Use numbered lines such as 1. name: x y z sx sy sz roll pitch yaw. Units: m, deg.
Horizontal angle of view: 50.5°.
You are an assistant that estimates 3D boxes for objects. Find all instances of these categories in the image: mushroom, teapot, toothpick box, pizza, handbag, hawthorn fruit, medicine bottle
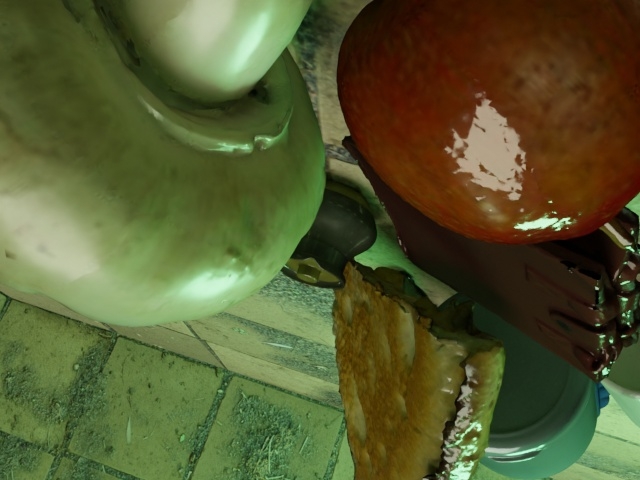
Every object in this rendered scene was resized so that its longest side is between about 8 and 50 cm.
1. mushroom: -0.134 -0.124 0.444 0.314 0.315 0.356 11 129 23
2. teapot: 0.000 0.000 0.867 0.130 0.119 0.166 21 160 -1
3. toothpick box: 0.306 0.230 1.022 0.262 0.263 0.355 9 158 28
4. pizza: 0.101 0.221 0.878 0.080 0.392 0.435 -6 -166 -14
5. handbag: 0.162 -0.003 0.625 0.275 0.084 0.260 39 171 33
6. hawthorn fruit: 0.123 -0.079 0.401 0.226 0.196 0.196 53 152 -8
7. medicine bottle: 0.444 0.175 0.870 0.143 0.144 0.258 2 152 40

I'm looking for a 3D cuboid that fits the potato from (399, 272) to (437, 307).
1. potato: 0.121 0.121 1.108 0.100 0.089 0.172 10 159 31
